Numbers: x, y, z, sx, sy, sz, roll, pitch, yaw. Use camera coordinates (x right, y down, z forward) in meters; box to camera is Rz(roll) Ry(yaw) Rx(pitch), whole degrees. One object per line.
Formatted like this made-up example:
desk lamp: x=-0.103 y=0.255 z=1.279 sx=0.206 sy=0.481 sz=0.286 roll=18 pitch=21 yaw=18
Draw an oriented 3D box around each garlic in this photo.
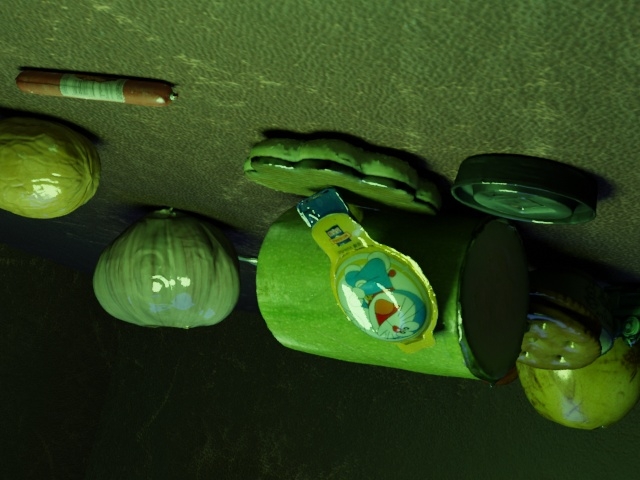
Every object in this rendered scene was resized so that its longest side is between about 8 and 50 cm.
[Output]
garlic: x=-0.313 y=0.059 z=2.037 sx=0.318 sy=0.259 sz=0.317 roll=-11 pitch=-176 yaw=1

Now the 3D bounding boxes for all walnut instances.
walnut: x=-0.450 y=-0.115 z=1.504 sx=0.197 sy=0.165 sz=0.165 roll=4 pitch=169 yaw=7

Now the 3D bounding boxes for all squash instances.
squash: x=0.123 y=0.074 z=1.526 sx=0.384 sy=0.263 sz=0.263 roll=4 pitch=167 yaw=38

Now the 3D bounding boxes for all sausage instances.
sausage: x=-0.289 y=-0.194 z=1.214 sx=0.253 sy=0.034 sz=0.034 roll=9 pitch=169 yaw=21

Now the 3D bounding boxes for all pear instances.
pear: x=0.545 y=0.260 z=1.997 sx=0.281 sy=0.280 sz=0.281 roll=13 pitch=170 yaw=2

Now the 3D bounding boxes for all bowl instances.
bowl: x=0.429 y=0.117 z=1.706 sx=0.211 sy=0.112 sz=0.211 roll=18 pitch=156 yaw=8

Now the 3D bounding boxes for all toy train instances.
toy train: x=0.573 y=0.131 z=1.696 sx=0.071 sy=0.111 sz=0.170 roll=17 pitch=165 yaw=-29

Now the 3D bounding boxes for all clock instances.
clock: x=0.260 y=-0.063 z=1.213 sx=0.185 sy=0.040 sz=0.184 roll=12 pitch=170 yaw=2

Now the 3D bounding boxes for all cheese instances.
cheese: x=0.066 y=0.046 z=1.323 sx=0.177 sy=0.069 sz=0.270 roll=-25 pitch=103 yaw=46

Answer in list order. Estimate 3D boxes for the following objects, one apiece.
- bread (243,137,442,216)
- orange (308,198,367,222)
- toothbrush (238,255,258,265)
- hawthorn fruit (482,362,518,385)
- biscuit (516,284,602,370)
bread: x=0.027 y=-0.092 z=1.300 sx=0.287 sy=0.056 sz=0.207 roll=11 pitch=170 yaw=7
orange: x=0.024 y=-0.054 z=1.442 sx=0.085 sy=0.085 sz=0.095 roll=5 pitch=155 yaw=39
toothbrush: x=-0.275 y=0.028 z=2.438 sx=0.288 sy=0.024 sz=0.026 roll=12 pitch=-176 yaw=1
hawthorn fruit: x=0.370 y=0.224 z=2.250 sx=0.243 sy=0.207 sz=0.207 roll=12 pitch=171 yaw=30
biscuit: x=0.364 y=0.147 z=1.610 sx=0.221 sy=0.066 sz=0.220 roll=16 pitch=153 yaw=8
